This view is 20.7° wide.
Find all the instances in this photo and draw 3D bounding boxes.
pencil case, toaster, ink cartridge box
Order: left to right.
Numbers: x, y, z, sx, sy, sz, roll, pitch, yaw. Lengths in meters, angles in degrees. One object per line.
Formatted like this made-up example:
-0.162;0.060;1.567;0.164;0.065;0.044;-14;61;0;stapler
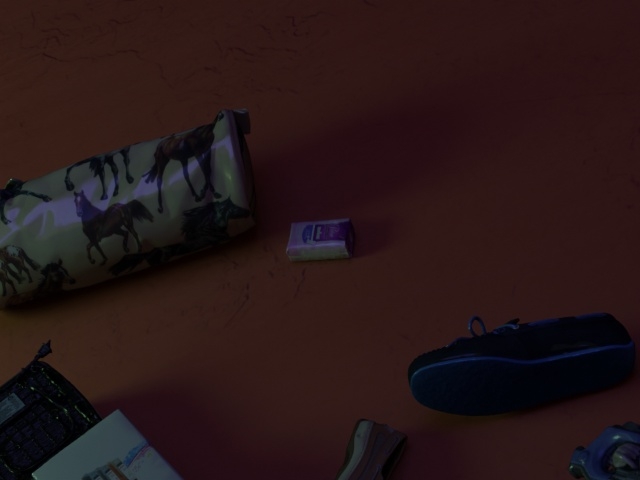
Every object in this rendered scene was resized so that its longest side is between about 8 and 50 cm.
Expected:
-0.333;0.244;2.062;0.186;0.110;0.168;-38;49;-16;toaster
-0.272;-0.045;2.271;0.410;0.160;0.183;-17;60;3;pencil case
-0.212;0.306;1.952;0.127;0.128;0.176;-36;47;-14;ink cartridge box

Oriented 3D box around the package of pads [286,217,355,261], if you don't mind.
0.000;0.000;2.227;0.083;0.032;0.050;-4;51;15;package of pads

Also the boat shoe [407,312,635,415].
0.225;0.139;1.994;0.258;0.109;0.089;-3;39;-6;boat shoe

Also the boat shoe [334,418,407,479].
0.053;0.279;1.935;0.072;0.068;0.190;11;52;12;boat shoe

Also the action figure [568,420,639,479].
0.434;0.256;1.755;0.330;0.178;0.341;-41;25;-13;action figure
